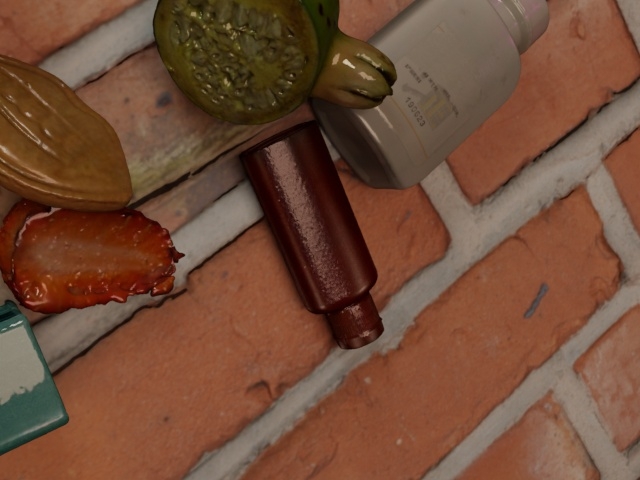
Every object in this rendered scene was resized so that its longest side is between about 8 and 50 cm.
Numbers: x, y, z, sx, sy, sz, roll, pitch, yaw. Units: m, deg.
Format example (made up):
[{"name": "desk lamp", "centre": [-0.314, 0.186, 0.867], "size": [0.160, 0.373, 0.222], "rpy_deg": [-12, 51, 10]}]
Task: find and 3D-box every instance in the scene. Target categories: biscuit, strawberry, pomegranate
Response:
[{"name": "biscuit", "centre": [-0.273, -0.105, 0.850], "size": [0.221, 0.029, 0.142], "rpy_deg": [45, 43, 4]}, {"name": "strawberry", "centre": [-0.239, 0.015, 0.903], "size": [0.188, 0.082, 0.121], "rpy_deg": [11, 93, -40]}, {"name": "pomegranate", "centre": [-0.040, -0.230, 0.913], "size": [0.159, 0.241, 0.190], "rpy_deg": [-66, 155, -47]}]

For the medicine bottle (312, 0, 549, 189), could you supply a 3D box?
[{"name": "medicine bottle", "centre": [0.139, -0.202, 1.060], "size": [0.296, 0.111, 0.161], "rpy_deg": [-44, 111, -16]}]

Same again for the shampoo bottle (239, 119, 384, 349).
[{"name": "shampoo bottle", "centre": [0.000, 0.000, 1.025], "size": [0.102, 0.064, 0.260], "rpy_deg": [-29, 106, -26]}]

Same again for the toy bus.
[{"name": "toy bus", "centre": [-0.372, 0.160, 0.802], "size": [0.256, 0.147, 0.128], "rpy_deg": [-24, 101, -24]}]
